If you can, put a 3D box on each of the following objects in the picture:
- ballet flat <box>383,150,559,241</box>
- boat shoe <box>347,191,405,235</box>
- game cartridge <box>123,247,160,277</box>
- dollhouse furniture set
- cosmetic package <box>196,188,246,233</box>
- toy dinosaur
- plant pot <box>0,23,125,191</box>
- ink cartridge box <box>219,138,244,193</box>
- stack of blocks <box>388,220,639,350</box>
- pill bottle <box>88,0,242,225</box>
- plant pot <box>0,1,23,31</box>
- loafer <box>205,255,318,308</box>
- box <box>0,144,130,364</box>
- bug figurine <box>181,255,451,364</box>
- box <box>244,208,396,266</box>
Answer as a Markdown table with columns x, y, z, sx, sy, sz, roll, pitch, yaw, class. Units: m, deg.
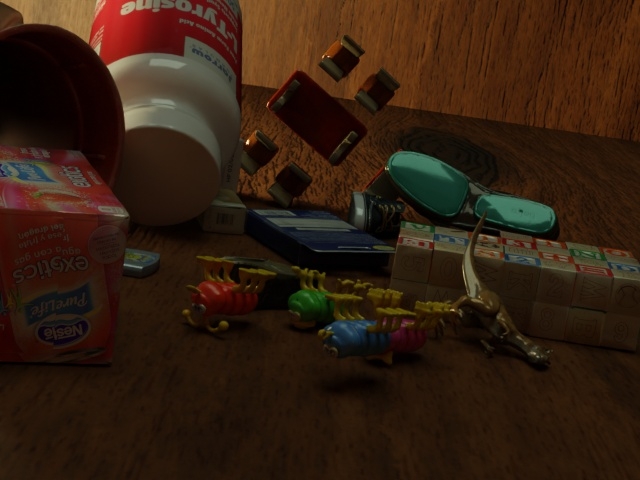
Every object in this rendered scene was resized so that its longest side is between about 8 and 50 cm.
| x | y | z | sx | sy | sz | roll | pitch | yaw | class |
| --- | --- | --- | --- | --- | --- | --- | --- | --- | --- |
| 0.221 | -0.043 | 2.015 | 0.280 | 0.095 | 0.096 | 24 | -26 | 13 | ballet flat |
| 0.084 | -0.036 | 1.962 | 0.083 | 0.065 | 0.183 | 9 | 12 | 0 | boat shoe |
| -0.223 | 0.026 | 1.603 | 0.056 | 0.017 | 0.083 | 13 | 13 | 4 | game cartridge |
| 0.035 | -0.158 | 2.117 | 0.259 | 0.262 | 0.135 | 42 | 11 | -3 | dollhouse furniture set |
| -0.144 | -0.043 | 1.899 | 0.060 | 0.041 | 0.115 | 4 | 13 | -15 | cosmetic package |
| 0.180 | 0.071 | 1.501 | 0.112 | 0.064 | 0.211 | -11 | 54 | -26 | toy dinosaur |
| -0.435 | -0.137 | 1.689 | 0.265 | 0.272 | 0.272 | 8 | 9 | 41 | plant pot |
| -0.171 | -0.118 | 2.065 | 0.062 | 0.104 | 0.181 | 2 | 15 | -26 | ink cartridge box |
| 0.236 | 0.049 | 1.635 | 0.297 | 0.087 | 0.171 | 9 | 13 | 3 | stack of blocks |
| -0.226 | -0.217 | 1.917 | 0.229 | 0.229 | 0.407 | 6 | 41 | -9 | pill bottle |
| -0.456 | -0.205 | 2.027 | 0.229 | 0.263 | 0.263 | 26 | 12 | -3 | plant pot |
| -0.070 | 0.049 | 1.523 | 0.148 | 0.056 | 0.050 | 12 | 8 | -32 | loafer |
| -0.294 | 0.005 | 1.341 | 0.142 | 0.154 | 0.300 | 3 | 15 | -20 | box |
| 0.001 | 0.079 | 1.388 | 0.279 | 0.072 | 0.216 | 14 | 7 | 43 | bug figurine |
| 0.000 | 0.000 | 1.812 | 0.136 | 0.036 | 0.225 | 1 | 13 | -27 | box |
